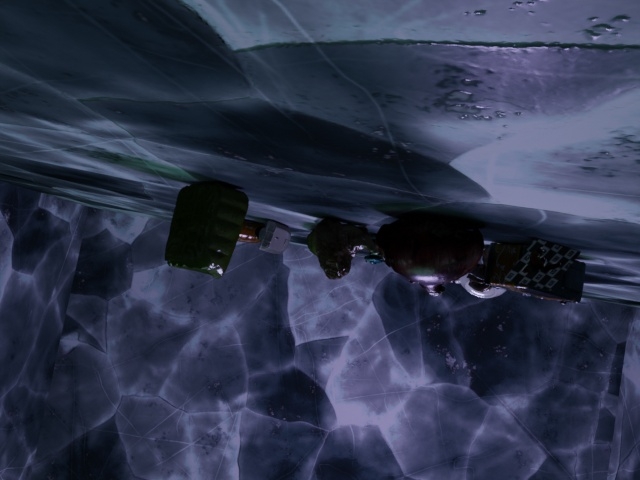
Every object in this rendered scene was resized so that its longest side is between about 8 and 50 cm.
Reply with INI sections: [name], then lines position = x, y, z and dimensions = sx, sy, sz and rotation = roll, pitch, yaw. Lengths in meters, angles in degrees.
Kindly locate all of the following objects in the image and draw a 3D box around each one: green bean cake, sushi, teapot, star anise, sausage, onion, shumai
[green bean cake]
position = -0.312, -0.028, 1.390
dimensions = 0.222, 0.248, 0.124
rotation = 3, 171, 44
[sushi]
position = 0.576, 0.058, 1.353
dimensions = 0.200, 0.139, 0.031
rotation = 13, -151, -30
[teapot]
position = 0.663, 0.143, 2.128
dimensions = 0.298, 0.139, 0.204
rotation = 12, 150, 25
[star anise]
position = 0.570, 0.093, 1.671
dimensions = 0.229, 0.093, 0.236
rotation = -26, 143, 25
[sausage]
position = -0.342, -0.045, 2.320
dimensions = 0.270, 0.109, 0.108
rotation = 10, 177, -39
[onion]
position = 0.268, 0.043, 1.299
dimensions = 0.271, 0.195, 0.272
rotation = 2, -173, 0
[shumai]
position = 0.081, 0.021, 1.687
dimensions = 0.175, 0.206, 0.166
rotation = -11, -171, -19

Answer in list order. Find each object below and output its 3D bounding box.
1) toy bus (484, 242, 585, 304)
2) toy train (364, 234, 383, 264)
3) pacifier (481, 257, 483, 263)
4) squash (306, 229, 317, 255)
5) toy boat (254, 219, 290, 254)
[toy bus]
position = 0.631, 0.096, 1.508
dimensions = 0.275, 0.139, 0.167
rotation = 15, 172, -31
[toy train]
position = 0.245, 0.038, 1.955
dimensions = 0.154, 0.107, 0.198
rotation = 2, 174, 11
[pacifier]
position = 0.615, 0.096, 1.829
dimensions = 0.127, 0.150, 0.117
rotation = 42, -168, -48
[squash]
position = -0.001, 0.008, 2.072
dimensions = 0.118, 0.119, 0.370
rotation = 11, 178, -11
[toy boat]
position = -0.205, -0.013, 2.208
dimensions = 0.140, 0.141, 0.269
rotation = 10, 178, 5
